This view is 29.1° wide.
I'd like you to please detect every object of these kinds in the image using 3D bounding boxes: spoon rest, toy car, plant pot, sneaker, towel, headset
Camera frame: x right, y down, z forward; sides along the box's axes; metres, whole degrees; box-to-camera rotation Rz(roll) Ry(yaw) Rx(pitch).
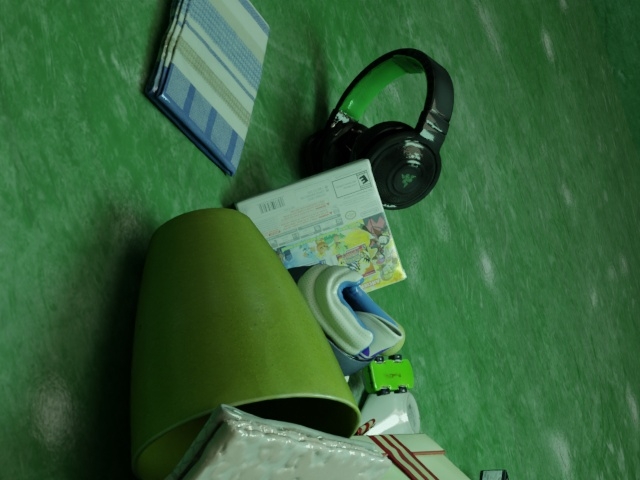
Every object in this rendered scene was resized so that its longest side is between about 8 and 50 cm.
[{"bbox_3d":[0.096,0.303,1.957,0.276,0.084,0.137,-38,113,-71],"label":"spoon rest"},{"bbox_3d":[0.053,0.213,1.886,0.225,0.053,0.239,4,72,-45],"label":"toy car"},{"bbox_3d":[-0.120,0.119,1.517,0.275,0.275,0.293,28,40,-52],"label":"plant pot"},{"bbox_3d":[0.010,0.191,1.682,0.130,0.236,0.322,-16,92,-59],"label":"sneaker"},{"bbox_3d":[-0.157,-0.262,1.779,0.209,0.034,0.285,45,45,-45],"label":"towel"},{"bbox_3d":[-0.104,0.339,1.434,0.053,0.317,0.332,45,12,36],"label":"towel"},{"bbox_3d":[0.056,-0.126,1.907,0.185,0.243,0.394,28,78,-35],"label":"headset"}]

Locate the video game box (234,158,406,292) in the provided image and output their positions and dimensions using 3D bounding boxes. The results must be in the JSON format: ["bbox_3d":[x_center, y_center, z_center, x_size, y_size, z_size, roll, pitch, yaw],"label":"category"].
[{"bbox_3d":[0.000,0.000,1.790,0.048,0.205,0.187,-154,-134,-81],"label":"video game box"}]

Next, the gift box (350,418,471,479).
[{"bbox_3d":[0.093,0.414,1.668,0.276,0.258,0.255,15,110,-52],"label":"gift box"}]

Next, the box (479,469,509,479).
[{"bbox_3d":[0.318,0.542,2.177,0.175,0.051,0.220,-71,149,-53],"label":"box"}]

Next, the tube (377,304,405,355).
[{"bbox_3d":[0.053,0.116,1.944,0.240,0.062,0.070,40,62,-49],"label":"tube"}]
